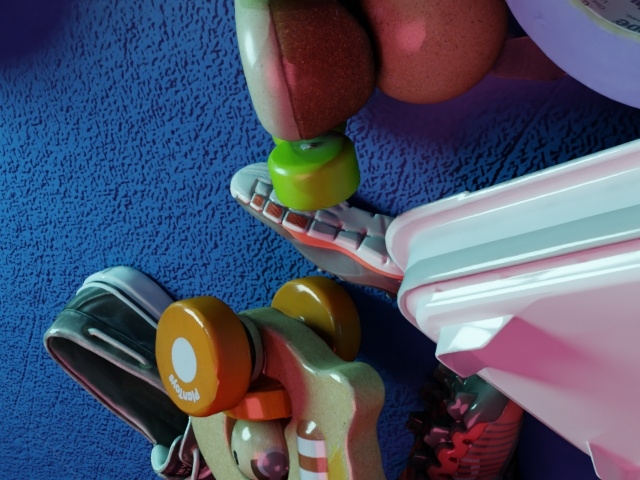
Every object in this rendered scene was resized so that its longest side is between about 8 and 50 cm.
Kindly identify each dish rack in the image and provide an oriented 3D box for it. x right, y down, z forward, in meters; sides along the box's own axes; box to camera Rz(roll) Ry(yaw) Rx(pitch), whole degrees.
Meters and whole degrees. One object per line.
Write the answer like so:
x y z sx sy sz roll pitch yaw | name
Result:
0.214 0.061 0.383 0.285 0.072 0.332 38 147 -26 | dish rack

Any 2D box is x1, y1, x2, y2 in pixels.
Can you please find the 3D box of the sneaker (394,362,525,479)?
0.123 0.199 0.609 0.135 0.098 0.276 18 124 5 | sneaker

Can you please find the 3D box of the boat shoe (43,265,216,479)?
-0.118 0.174 0.708 0.335 0.119 0.121 41 132 -2 | boat shoe

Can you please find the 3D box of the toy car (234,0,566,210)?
0.048 -0.126 0.428 0.188 0.149 0.155 -12 123 3 | toy car

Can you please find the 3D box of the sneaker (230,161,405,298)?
0.000 0.000 0.562 0.157 0.061 0.065 29 138 10 | sneaker

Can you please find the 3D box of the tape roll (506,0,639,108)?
0.158 -0.152 0.302 0.189 0.080 0.189 38 144 36 | tape roll

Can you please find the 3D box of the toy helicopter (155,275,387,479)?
0.011 0.199 0.533 0.355 0.140 0.235 37 121 37 | toy helicopter
